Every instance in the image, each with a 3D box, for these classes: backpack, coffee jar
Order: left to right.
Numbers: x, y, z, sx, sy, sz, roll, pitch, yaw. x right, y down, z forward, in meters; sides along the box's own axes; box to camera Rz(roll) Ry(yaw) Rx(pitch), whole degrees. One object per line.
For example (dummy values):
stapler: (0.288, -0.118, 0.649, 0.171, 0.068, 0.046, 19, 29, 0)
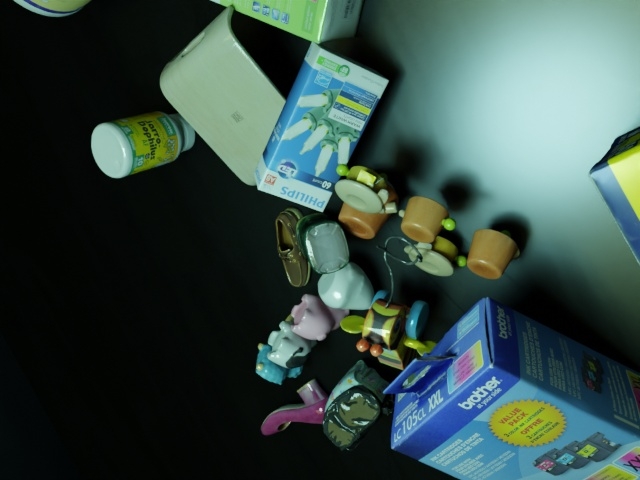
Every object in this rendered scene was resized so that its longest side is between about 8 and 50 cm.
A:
coffee jar: (0.000, 0.000, 1.119, 0.079, 0.184, 0.096, -17, 101, -6)
backpack: (0.082, 0.327, 1.195, 0.152, 0.182, 0.115, -44, 83, 19)

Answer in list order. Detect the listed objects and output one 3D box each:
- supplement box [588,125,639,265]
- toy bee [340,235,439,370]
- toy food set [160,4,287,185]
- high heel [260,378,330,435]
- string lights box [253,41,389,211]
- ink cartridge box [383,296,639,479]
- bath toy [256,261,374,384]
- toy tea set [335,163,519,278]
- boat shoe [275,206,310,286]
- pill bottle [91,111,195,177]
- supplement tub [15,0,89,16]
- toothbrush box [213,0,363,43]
supplement box: (0.539, -0.100, 0.665, 0.356, 0.194, 0.195, -29, 91, 40)
toy bee: (0.113, 0.156, 1.047, 0.195, 0.162, 0.298, -2, 131, 43)
toy food set: (-0.140, -0.262, 1.119, 0.219, 0.092, 0.306, -23, 119, 40)
high heel: (-0.050, 0.441, 1.404, 0.244, 0.082, 0.117, -45, 71, 27)
string lights box: (-0.005, -0.194, 1.015, 0.133, 0.077, 0.260, 18, 112, -22)
ink cartridge box: (0.297, 0.268, 0.929, 0.395, 0.151, 0.270, 27, 128, -8)
bath toy: (-0.003, 0.172, 1.224, 0.129, 0.151, 0.348, 27, 127, -19)
toy tea set: (0.180, -0.044, 1.009, 0.336, 0.124, 0.200, 28, 160, 2)
boat shoe: (-0.066, 0.021, 1.243, 0.064, 0.060, 0.178, 6, 113, 34)
pill bottle: (-0.379, -0.217, 1.270, 0.117, 0.208, 0.118, 15, 118, 31)
supplement tub: (-0.498, -0.622, 1.160, 0.331, 0.241, 0.241, -11, 103, 38)
toothbrush box: (-0.061, -0.482, 0.980, 0.283, 0.122, 0.206, 28, 125, 22)
